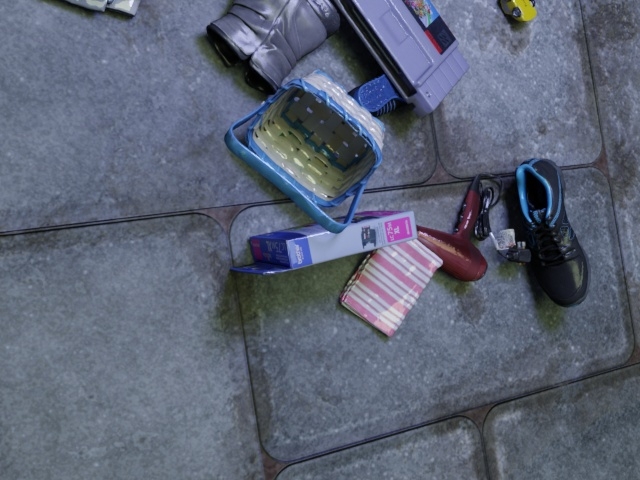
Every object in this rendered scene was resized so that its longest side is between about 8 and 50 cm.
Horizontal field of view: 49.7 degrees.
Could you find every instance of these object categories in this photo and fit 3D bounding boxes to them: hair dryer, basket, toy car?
[{"bbox_3d":[0.307,-0.020,1.501,0.294,0.080,0.223,-12,75,-31],"label":"hair dryer"},{"bbox_3d":[-0.014,-0.160,1.243,0.255,0.201,0.289,42,34,-5],"label":"basket"},{"bbox_3d":[0.390,-0.621,1.587,0.225,0.053,0.239,0,85,-24],"label":"toy car"}]

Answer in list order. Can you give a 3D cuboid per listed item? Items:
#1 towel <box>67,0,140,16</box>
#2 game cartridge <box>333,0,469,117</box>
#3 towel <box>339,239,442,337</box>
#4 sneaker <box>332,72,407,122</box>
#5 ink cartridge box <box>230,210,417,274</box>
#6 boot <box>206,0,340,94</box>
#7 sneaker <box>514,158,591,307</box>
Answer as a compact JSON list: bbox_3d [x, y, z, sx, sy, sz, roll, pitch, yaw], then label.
[{"bbox_3d":[-0.424,-0.571,1.163,0.312,0.056,0.324,10,100,-23],"label":"towel"},{"bbox_3d":[0.162,-0.451,1.427,0.355,0.068,0.230,51,51,-12],"label":"game cartridge"},{"bbox_3d":[0.145,0.082,1.401,0.144,0.029,0.197,36,88,-18],"label":"towel"},{"bbox_3d":[0.116,-0.297,1.426,0.232,0.090,0.081,-26,96,-45],"label":"sneaker"},{"bbox_3d":[0.000,0.000,1.281,0.311,0.186,0.065,-16,99,-24],"label":"ink cartridge box"},{"bbox_3d":[-0.137,-0.461,1.304,0.223,0.118,0.338,-45,99,-16],"label":"boot"},{"bbox_3d":[0.493,-0.015,1.524,0.140,0.125,0.340,-4,77,-56],"label":"sneaker"}]
